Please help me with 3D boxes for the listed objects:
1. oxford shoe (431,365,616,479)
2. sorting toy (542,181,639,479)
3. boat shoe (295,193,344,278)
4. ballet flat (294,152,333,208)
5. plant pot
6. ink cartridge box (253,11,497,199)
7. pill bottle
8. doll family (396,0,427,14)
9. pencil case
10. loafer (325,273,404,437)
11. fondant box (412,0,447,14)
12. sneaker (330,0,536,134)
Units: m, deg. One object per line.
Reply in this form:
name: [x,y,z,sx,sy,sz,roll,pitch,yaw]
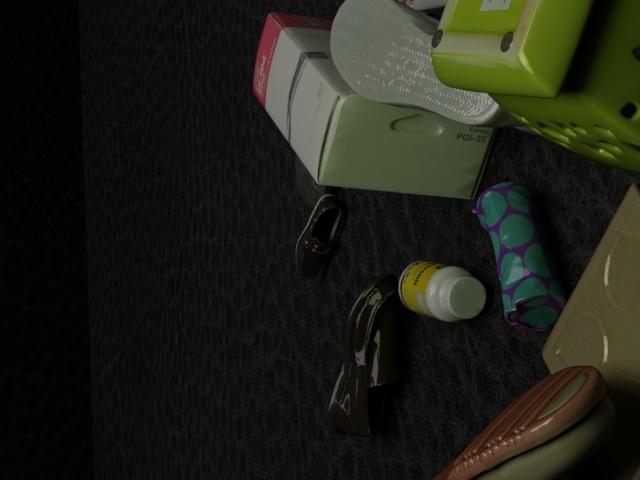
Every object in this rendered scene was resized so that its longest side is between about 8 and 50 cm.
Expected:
oxford shoe: [0.198,0.237,1.221,0.146,0.140,0.397,47,154,12]
sorting toy: [0.298,0.057,1.144,0.229,0.041,0.307,-105,30,-50]
boat shoe: [-0.002,0.000,1.873,0.042,0.049,0.133,-109,36,-61]
ballet flat: [0.007,-0.171,1.901,0.084,0.058,0.250,5,95,46]
plant pot: [0.234,-0.192,1.083,0.227,0.207,0.228,26,96,67]
ink cartridge box: [0.057,-0.165,1.556,0.283,0.207,0.117,-122,41,-57]
pill bottle: [0.141,0.059,1.488,0.116,0.065,0.065,-167,83,-67]
doll family: [0.096,-0.404,1.635,0.163,0.118,0.263,128,142,-53]
pencil case: [0.204,0.016,1.341,0.070,0.064,0.152,-33,50,32]
loafer: [0.074,0.150,1.640,0.078,0.080,0.220,23,108,33]
fondant box: [0.218,-0.363,1.359,0.330,0.096,0.238,-166,83,-69]
sneaker: [0.147,-0.175,1.374,0.292,0.169,0.108,36,113,46]
